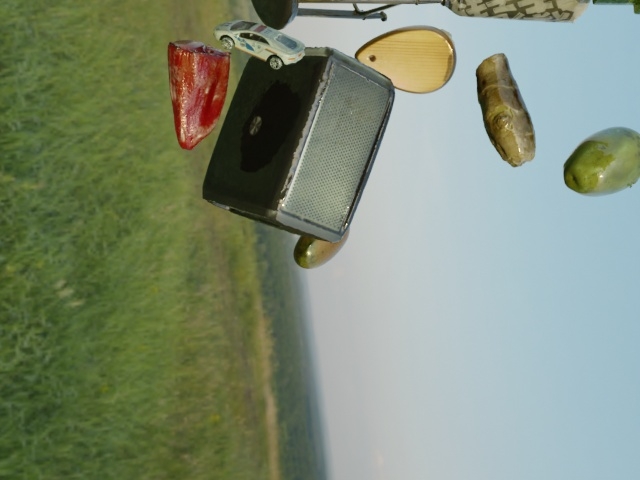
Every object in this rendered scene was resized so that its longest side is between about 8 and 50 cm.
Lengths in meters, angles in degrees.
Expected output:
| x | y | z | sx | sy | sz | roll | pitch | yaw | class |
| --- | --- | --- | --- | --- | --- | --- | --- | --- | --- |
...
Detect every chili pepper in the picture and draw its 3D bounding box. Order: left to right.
| x | y | z | sx | sy | sz | roll | pitch | yaw | class |
| --- | --- | --- | --- | --- | --- | --- | --- | --- | --- |
| -0.286 | -0.338 | 1.945 | 0.144 | 0.137 | 0.252 | -54 | 151 | -70 | chili pepper |

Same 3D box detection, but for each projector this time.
| x | y | z | sx | sy | sz | roll | pitch | yaw | class |
| --- | --- | --- | --- | --- | --- | --- | --- | --- | --- |
| -0.058 | -0.225 | 1.968 | 0.395 | 0.242 | 0.404 | 17 | -93 | 54 | projector |

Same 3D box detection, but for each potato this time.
| x | y | z | sx | sy | sz | roll | pitch | yaw | class |
| --- | --- | --- | --- | --- | --- | --- | --- | --- | --- |
| 0.893 | -0.245 | 2.599 | 0.216 | 0.305 | 0.215 | 48 | -32 | 44 | potato |

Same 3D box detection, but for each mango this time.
| x | y | z | sx | sy | sz | roll | pitch | yaw | class |
| --- | --- | --- | --- | --- | --- | --- | --- | --- | --- |
| 0.001 | 0.002 | 2.442 | 0.221 | 0.120 | 0.151 | -50 | 165 | -24 | mango |

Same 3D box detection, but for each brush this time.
| x | y | z | sx | sy | sz | roll | pitch | yaw | class |
| --- | --- | --- | --- | --- | --- | --- | --- | --- | --- |
| 0.223 | -0.483 | 2.178 | 0.166 | 0.267 | 0.174 | -80 | 176 | -70 | brush |

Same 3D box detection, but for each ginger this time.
| x | y | z | sx | sy | sz | roll | pitch | yaw | class |
| --- | --- | --- | --- | --- | --- | --- | --- | --- | --- |
| 0.427 | -0.297 | 1.921 | 0.109 | 0.117 | 0.262 | 134 | -53 | -66 | ginger |

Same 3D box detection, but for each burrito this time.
| x | y | z | sx | sy | sz | roll | pitch | yaw | class |
| --- | --- | --- | --- | --- | --- | --- | --- | --- | --- |
| 0.496 | -0.646 | 2.210 | 0.139 | 0.446 | 0.101 | 65 | 39 | -49 | burrito |

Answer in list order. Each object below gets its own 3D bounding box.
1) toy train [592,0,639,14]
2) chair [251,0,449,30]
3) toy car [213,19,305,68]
| x | y | z | sx | sy | sz | roll | pitch | yaw | class |
| --- | --- | --- | --- | --- | --- | --- | --- | --- | --- |
| 0.845 | -0.680 | 1.997 | 0.179 | 0.443 | 0.272 | 77 | 15 | -73 | toy train |
| 0.033 | -0.719 | 2.108 | 0.362 | 0.410 | 0.364 | 19 | -56 | 66 | chair |
| -0.131 | -0.425 | 1.767 | 0.095 | 0.205 | 0.056 | -52 | 163 | -50 | toy car |
